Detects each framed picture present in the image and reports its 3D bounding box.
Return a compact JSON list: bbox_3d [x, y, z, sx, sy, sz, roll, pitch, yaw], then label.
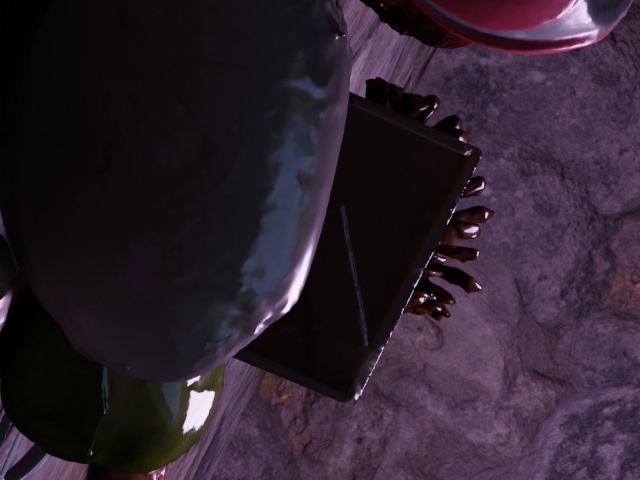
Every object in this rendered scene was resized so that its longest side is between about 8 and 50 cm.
[{"bbox_3d":[0.000,0.000,1.555,0.281,0.209,0.019,-62,-168,15],"label":"framed picture"}]

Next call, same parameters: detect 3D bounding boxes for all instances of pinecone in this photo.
[{"bbox_3d":[0.049,-0.044,1.701,0.264,0.264,0.264,-62,176,-8],"label":"pinecone"}]

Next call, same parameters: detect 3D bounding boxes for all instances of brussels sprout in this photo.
[{"bbox_3d":[-0.124,0.069,1.034,0.183,0.131,0.145,9,86,-85],"label":"brussels sprout"}]

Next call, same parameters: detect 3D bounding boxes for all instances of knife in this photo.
[{"bbox_3d":[-0.167,0.107,1.233,0.123,0.053,0.278,-58,176,18],"label":"knife"}]

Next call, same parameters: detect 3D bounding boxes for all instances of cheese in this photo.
[{"bbox_3d":[-0.066,-0.048,0.761,0.189,0.154,0.198,-51,155,-83],"label":"cheese"}]

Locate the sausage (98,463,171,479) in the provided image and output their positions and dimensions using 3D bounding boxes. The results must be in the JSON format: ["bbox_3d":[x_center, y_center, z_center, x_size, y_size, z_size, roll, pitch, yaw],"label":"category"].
[{"bbox_3d":[-0.205,0.283,1.698,0.078,0.078,0.304,-58,172,-46],"label":"sausage"}]

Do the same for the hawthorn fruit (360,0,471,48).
[{"bbox_3d":[0.110,-0.272,1.499,0.188,0.169,0.169,-59,175,-6],"label":"hawthorn fruit"}]

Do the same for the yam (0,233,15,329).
[{"bbox_3d":[-0.197,0.104,0.781,0.066,0.066,0.300,-57,171,-53],"label":"yam"}]

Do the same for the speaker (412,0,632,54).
[{"bbox_3d":[0.163,-0.293,1.289,0.294,0.294,0.294,-62,176,-8],"label":"speaker"}]
